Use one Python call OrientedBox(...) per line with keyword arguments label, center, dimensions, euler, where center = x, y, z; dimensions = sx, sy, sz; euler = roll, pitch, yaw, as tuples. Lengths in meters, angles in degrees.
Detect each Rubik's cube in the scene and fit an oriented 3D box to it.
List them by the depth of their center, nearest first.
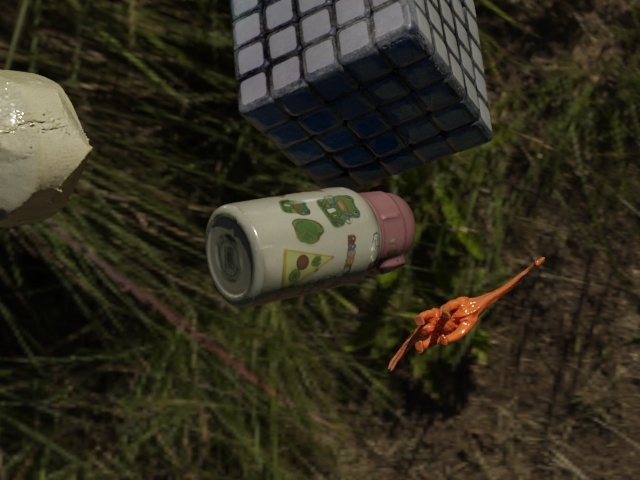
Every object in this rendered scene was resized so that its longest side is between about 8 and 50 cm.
OrientedBox(label="Rubik's cube", center=(0.048, -0.228, 1.428), dimensions=(0.237, 0.237, 0.238), euler=(-20, 56, 22))

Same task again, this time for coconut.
OrientedBox(label="coconut", center=(-0.464, -0.136, 1.760), dimensions=(0.244, 0.247, 0.245), euler=(3, 97, 26))

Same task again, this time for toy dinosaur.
OrientedBox(label="toy dinosaur", center=(0.186, 0.101, 1.624), dimensions=(0.279, 0.101, 0.055), euler=(-31, 88, 36))

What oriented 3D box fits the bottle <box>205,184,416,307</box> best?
OrientedBox(label="bottle", center=(0.000, 0.000, 1.382), dimensions=(0.120, 0.253, 0.121), euler=(18, 113, 52))
